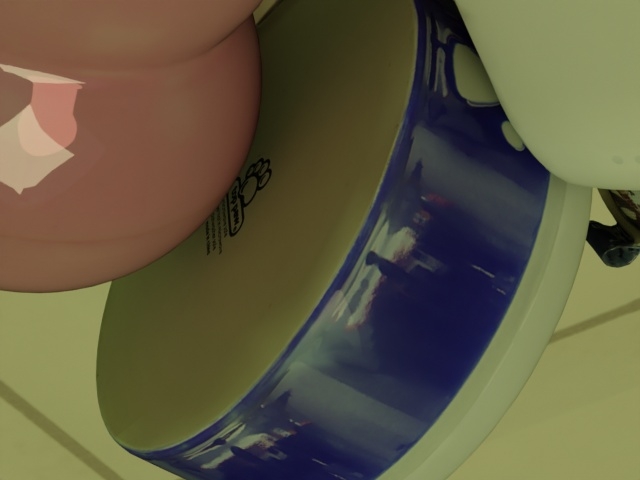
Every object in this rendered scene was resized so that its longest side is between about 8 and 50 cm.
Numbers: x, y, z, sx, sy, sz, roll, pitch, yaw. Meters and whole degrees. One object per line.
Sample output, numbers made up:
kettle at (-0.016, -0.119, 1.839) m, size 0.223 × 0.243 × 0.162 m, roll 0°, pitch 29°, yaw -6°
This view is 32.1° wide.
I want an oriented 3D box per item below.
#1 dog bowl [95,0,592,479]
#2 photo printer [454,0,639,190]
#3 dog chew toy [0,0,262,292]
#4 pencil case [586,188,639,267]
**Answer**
dog bowl at (0.000, 0.000, 0.550) m, size 0.104 × 0.265 × 0.265 m, roll 28°, pitch 125°, yaw -27°
photo printer at (0.138, -0.169, 0.372) m, size 0.256 × 0.107 × 0.308 m, roll -16°, pitch 103°, yaw 43°
dog chew toy at (-0.102, -0.132, 0.447) m, size 0.206 × 0.207 × 0.332 m, roll 11°, pitch 134°, yaw -16°
pencil case at (0.340, -0.072, 0.572) m, size 0.410 × 0.184 × 0.160 m, roll -2°, pitch 145°, yaw -5°
